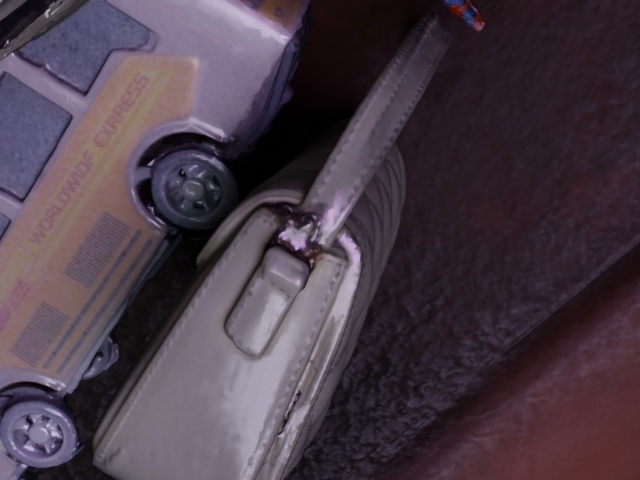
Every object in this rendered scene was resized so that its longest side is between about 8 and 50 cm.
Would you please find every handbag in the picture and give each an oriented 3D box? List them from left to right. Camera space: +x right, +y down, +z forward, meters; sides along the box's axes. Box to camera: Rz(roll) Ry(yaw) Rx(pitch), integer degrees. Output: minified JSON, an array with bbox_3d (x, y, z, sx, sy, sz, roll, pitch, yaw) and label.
[{"bbox_3d":[0.000,0.000,0.633,0.079,0.256,0.219,31,105,0],"label":"handbag"}]

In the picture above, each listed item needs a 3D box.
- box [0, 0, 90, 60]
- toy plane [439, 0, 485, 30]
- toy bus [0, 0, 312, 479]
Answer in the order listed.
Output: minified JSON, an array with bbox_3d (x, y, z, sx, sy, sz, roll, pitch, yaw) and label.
[{"bbox_3d":[-0.098,-0.210,0.488,0.290,0.166,0.220,-38,88,15],"label":"box"},{"bbox_3d":[0.016,-0.165,0.638,0.130,0.061,0.189,-37,125,15],"label":"toy plane"},{"bbox_3d":[-0.133,-0.004,0.694,0.138,0.097,0.342,31,115,-7],"label":"toy bus"}]
